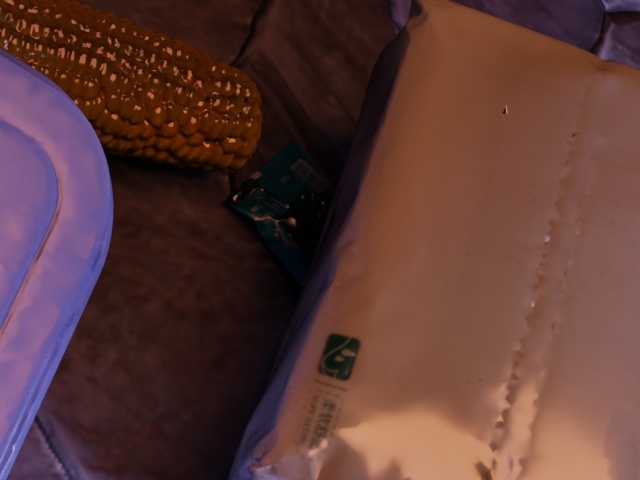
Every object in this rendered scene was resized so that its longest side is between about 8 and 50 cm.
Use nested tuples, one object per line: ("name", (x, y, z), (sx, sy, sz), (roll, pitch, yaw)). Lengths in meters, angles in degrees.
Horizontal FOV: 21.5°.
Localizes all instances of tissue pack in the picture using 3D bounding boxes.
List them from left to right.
("tissue pack", (0.000, 0.000, 1.226), (0.138, 0.028, 0.085), (52, 52, -7))
("tissue pack", (0.124, 0.062, 1.116), (0.297, 0.207, 0.380), (20, 62, -4))

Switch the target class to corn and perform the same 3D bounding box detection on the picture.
("corn", (-0.181, -0.114, 1.113), (0.310, 0.101, 0.101), (9, 65, -28))

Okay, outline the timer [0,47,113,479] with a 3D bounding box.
("timer", (-0.330, 0.021, 0.904), (0.395, 0.173, 0.395), (7, 75, -29))
